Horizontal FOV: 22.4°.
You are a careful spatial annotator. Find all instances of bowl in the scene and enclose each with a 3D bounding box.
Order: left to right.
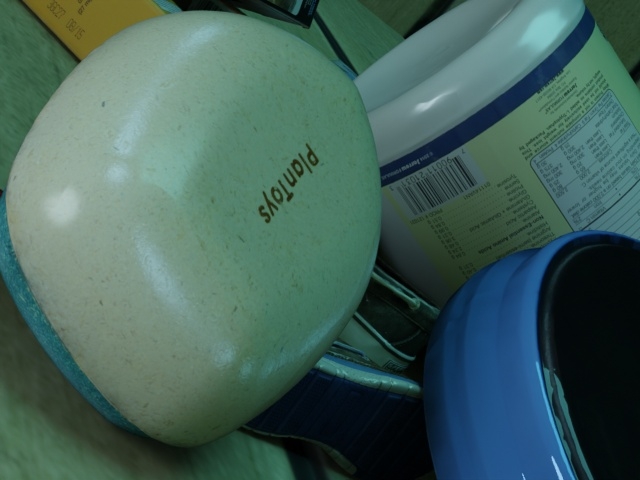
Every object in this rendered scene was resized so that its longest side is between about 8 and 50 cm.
[{"bbox_3d":[0.225,0.164,0.961,0.391,0.077,0.391,32,36,-27],"label":"bowl"}]

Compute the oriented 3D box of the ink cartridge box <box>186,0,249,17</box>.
[{"bbox_3d":[-0.049,-0.203,1.751,0.145,0.045,0.179,39,14,20],"label":"ink cartridge box"}]

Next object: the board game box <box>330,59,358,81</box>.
[{"bbox_3d":[0.059,-0.059,1.528,0.254,0.079,0.336,42,12,3],"label":"board game box"}]

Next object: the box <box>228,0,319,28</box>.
[{"bbox_3d":[-0.127,-0.316,1.705,0.169,0.087,0.290,20,2,27],"label":"box"}]

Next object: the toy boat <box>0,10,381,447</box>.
[{"bbox_3d":[-0.101,-0.065,0.798,0.318,0.148,0.267,59,34,-10],"label":"toy boat"}]

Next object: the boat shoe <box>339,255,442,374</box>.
[{"bbox_3d":[0.000,0.000,1.165,0.219,0.070,0.078,44,13,14],"label":"boat shoe"}]

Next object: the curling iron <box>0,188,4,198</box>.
[{"bbox_3d":[-0.138,-0.004,0.844,0.274,0.035,0.068,33,15,-32],"label":"curling iron"}]

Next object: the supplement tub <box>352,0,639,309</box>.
[{"bbox_3d":[0.169,-0.012,1.234,0.325,0.235,0.235,55,9,-14],"label":"supplement tub"}]

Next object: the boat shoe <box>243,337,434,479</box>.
[{"bbox_3d":[0.009,0.083,0.915,0.183,0.066,0.066,30,15,-42],"label":"boat shoe"}]

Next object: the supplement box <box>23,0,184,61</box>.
[{"bbox_3d":[-0.171,-0.185,1.277,0.233,0.078,0.080,45,13,16],"label":"supplement box"}]
